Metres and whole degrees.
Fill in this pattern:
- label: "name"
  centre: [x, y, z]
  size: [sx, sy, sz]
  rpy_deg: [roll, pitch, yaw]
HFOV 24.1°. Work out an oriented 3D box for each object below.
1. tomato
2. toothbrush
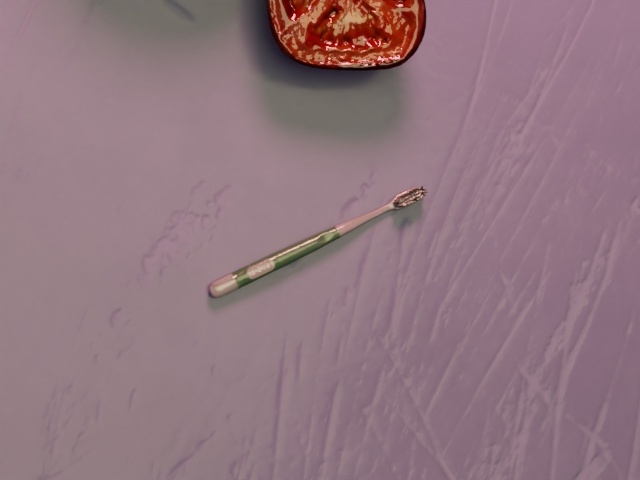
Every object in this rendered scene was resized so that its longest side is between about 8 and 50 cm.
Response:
- label: "tomato"
  centre: [0.021, -0.260, 1.551]
  size: [0.166, 0.082, 0.174]
  rpy_deg: [-2, 91, -11]
- label: "toothbrush"
  centre: [0.000, 0.000, 1.561]
  size: [0.257, 0.024, 0.018]
  rpy_deg: [-25, 93, -14]
